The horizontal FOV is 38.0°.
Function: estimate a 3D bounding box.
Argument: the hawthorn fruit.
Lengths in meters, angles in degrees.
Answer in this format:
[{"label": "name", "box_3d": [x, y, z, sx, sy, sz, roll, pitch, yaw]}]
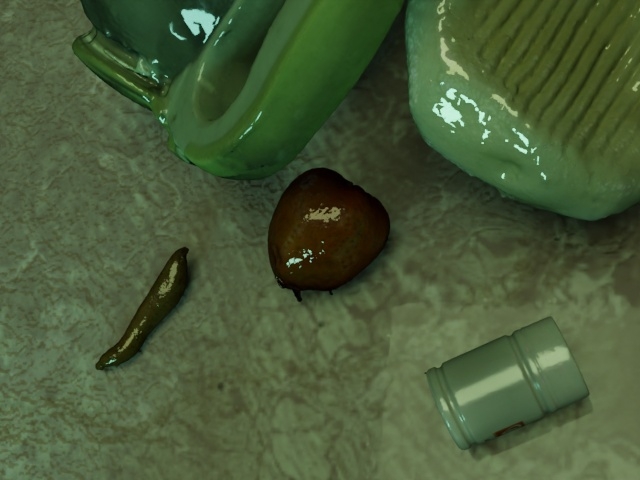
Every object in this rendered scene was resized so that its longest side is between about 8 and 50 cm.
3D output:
[{"label": "hawthorn fruit", "box_3d": [0.000, 0.000, 0.651, 0.081, 0.081, 0.093, 34, 92, 26]}]

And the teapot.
[{"label": "teapot", "box_3d": [-0.043, -0.178, 0.658, 0.322, 0.239, 0.239, 36, 108, 28]}]

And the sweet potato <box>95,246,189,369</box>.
[{"label": "sweet potato", "box_3d": [-0.129, 0.056, 0.703, 0.026, 0.026, 0.115, 33, 88, 26]}]

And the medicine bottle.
[{"label": "medicine bottle", "box_3d": [0.117, 0.091, 0.587, 0.089, 0.057, 0.057, -26, 64, 8]}]

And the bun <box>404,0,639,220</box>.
[{"label": "bun", "box_3d": [0.151, -0.124, 0.608, 0.231, 0.133, 0.231, 2, 82, -13]}]
